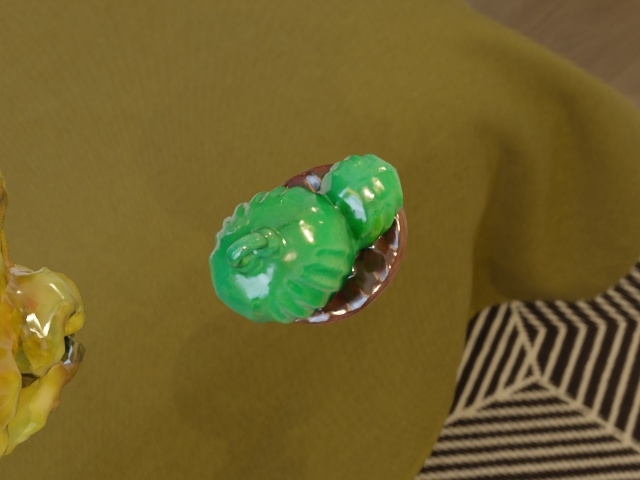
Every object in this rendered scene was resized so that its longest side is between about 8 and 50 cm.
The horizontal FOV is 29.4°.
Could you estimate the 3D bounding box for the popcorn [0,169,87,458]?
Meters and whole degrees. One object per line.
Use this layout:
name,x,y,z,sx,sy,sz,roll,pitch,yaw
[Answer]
popcorn,-0.351,0.060,0.863,0.326,0.290,0.321,33,55,7

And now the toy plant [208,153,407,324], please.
toy plant,0.000,0.000,0.820,0.143,0.200,0.105,-36,79,11
